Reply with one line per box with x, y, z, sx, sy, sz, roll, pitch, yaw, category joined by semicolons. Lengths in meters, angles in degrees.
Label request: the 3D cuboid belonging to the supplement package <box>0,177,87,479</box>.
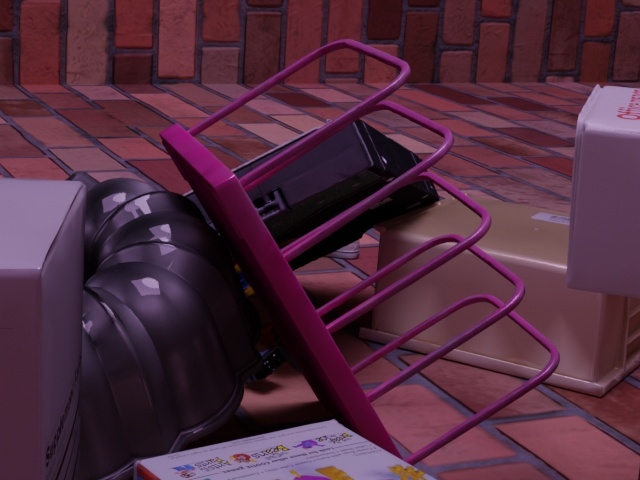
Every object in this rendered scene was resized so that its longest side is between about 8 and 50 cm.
-0.216;0.125;0.700;0.177;0.293;0.175;2;15;-4;supplement package

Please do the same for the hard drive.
-0.022;-0.032;1.412;0.237;0.064;0.339;-27;-9;13;hard drive

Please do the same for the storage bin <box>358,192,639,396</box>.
0.221;0.043;1.462;0.262;0.123;0.260;11;16;29;storage bin

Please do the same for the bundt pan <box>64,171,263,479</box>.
-0.214;0.052;1.107;0.331;0.124;0.331;-5;32;3;bundt pan

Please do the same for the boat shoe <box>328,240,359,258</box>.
0.000;0.000;1.739;0.100;0.035;0.035;6;15;8;boat shoe

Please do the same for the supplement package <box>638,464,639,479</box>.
0.326;0.138;0.956;0.194;0.203;0.149;6;15;8;supplement package

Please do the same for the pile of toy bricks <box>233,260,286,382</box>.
-0.118;0.093;1.274;0.105;0.118;0.212;-21;12;44;pile of toy bricks

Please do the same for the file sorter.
0.037;0.006;1.120;0.182;0.291;0.202;-32;22;-7;file sorter

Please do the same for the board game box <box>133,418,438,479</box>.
0.029;0.214;0.715;0.144;0.142;0.275;-7;17;-35;board game box

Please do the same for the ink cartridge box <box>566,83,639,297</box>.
0.319;-0.027;0.953;0.283;0.117;0.207;7;15;14;ink cartridge box
